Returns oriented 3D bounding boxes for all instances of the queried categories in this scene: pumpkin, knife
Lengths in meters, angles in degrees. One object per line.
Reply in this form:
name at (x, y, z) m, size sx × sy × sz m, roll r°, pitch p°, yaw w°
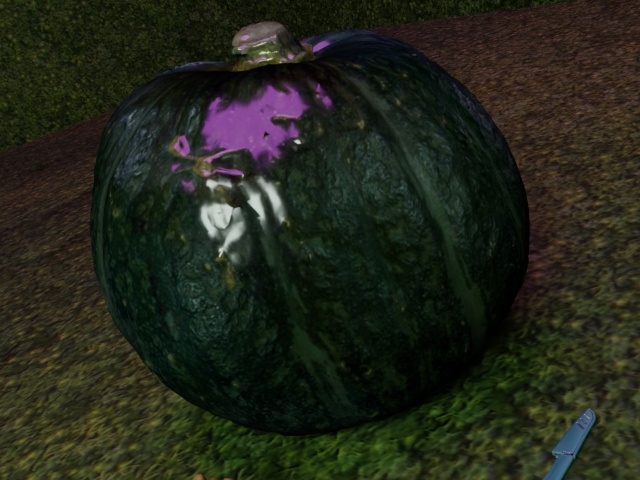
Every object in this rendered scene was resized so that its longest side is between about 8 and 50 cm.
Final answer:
pumpkin at (0.000, 0.000, 0.579) m, size 0.293 × 0.263 × 0.197 m, roll -19°, pitch 25°, yaw -6°
knife at (0.140, 0.122, 0.502) m, size 0.014 × 0.005 × 0.091 m, roll 2°, pitch 26°, yaw 38°

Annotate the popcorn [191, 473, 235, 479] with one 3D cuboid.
popcorn at (-0.055, 0.162, 0.452) m, size 0.057 × 0.083 × 0.082 m, roll 12°, pitch 55°, yaw -5°
